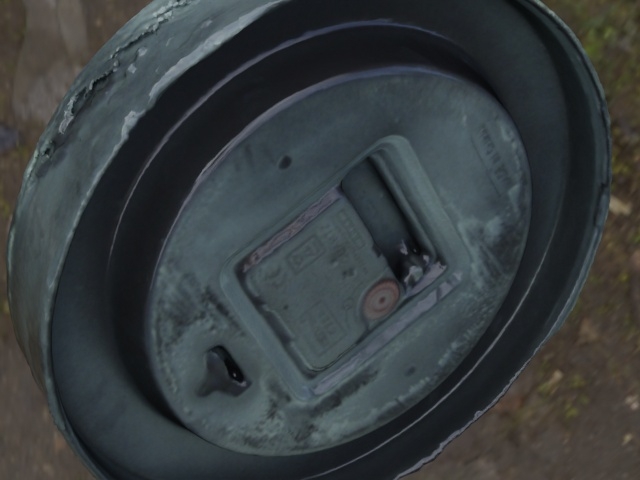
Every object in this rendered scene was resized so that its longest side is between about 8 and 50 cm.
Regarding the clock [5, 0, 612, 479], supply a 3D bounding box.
[{"bbox_3d":[0.000,0.000,0.599,0.226,0.226,0.049,-25,41,-17],"label":"clock"}]
